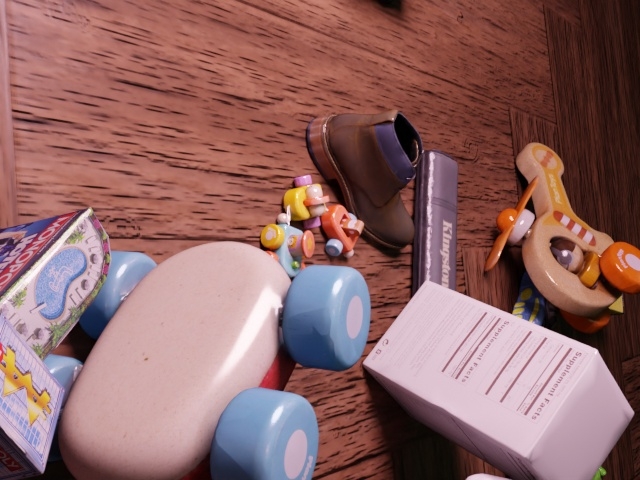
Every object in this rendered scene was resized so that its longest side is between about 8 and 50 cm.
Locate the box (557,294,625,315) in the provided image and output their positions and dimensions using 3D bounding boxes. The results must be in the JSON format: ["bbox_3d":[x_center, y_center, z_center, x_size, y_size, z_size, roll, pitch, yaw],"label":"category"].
[{"bbox_3d":[0.484,0.102,1.520,0.232,0.087,0.058,15,69,-52],"label":"box"}]

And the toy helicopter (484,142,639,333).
[{"bbox_3d":[0.368,-0.031,1.337,0.235,0.140,0.355,14,46,-18],"label":"toy helicopter"}]

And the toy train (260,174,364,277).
[{"bbox_3d":[0.000,0.000,0.880,0.125,0.046,0.166,61,39,-26],"label":"toy train"}]

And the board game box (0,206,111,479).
[{"bbox_3d":[-0.197,0.067,0.454,0.060,0.194,0.194,61,40,-27],"label":"board game box"}]

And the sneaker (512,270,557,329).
[{"bbox_3d":[0.362,0.107,1.372,0.188,0.067,0.078,-53,139,-43],"label":"sneaker"}]

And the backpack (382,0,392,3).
[{"bbox_3d":[0.082,-0.389,1.020,0.182,0.115,0.152,-6,90,-53],"label":"backpack"}]

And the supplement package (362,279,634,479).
[{"bbox_3d":[0.194,0.165,0.923,0.134,0.244,0.139,-51,129,-14],"label":"supplement package"}]

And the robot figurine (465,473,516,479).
[{"bbox_3d":[0.113,0.358,0.822,0.353,0.200,0.300,21,102,-47],"label":"robot figurine"}]

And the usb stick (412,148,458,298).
[{"bbox_3d":[0.153,0.013,1.096,0.077,0.045,0.278,24,64,-49],"label":"usb stick"}]

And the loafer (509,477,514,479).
[{"bbox_3d":[0.318,0.361,1.250,0.078,0.076,0.223,92,-10,-79],"label":"loafer"}]

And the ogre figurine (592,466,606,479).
[{"bbox_3d":[0.468,0.344,1.446,0.197,0.097,0.118,-64,153,-18],"label":"ogre figurine"}]

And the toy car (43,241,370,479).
[{"bbox_3d":[-0.074,0.146,0.621,0.210,0.219,0.238,-63,146,-41],"label":"toy car"}]

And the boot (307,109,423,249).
[{"bbox_3d":[0.082,-0.065,0.958,0.219,0.106,0.082,48,47,-38],"label":"boot"}]
